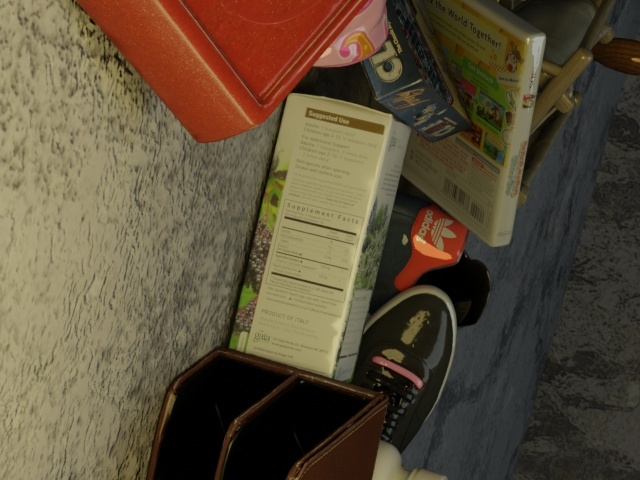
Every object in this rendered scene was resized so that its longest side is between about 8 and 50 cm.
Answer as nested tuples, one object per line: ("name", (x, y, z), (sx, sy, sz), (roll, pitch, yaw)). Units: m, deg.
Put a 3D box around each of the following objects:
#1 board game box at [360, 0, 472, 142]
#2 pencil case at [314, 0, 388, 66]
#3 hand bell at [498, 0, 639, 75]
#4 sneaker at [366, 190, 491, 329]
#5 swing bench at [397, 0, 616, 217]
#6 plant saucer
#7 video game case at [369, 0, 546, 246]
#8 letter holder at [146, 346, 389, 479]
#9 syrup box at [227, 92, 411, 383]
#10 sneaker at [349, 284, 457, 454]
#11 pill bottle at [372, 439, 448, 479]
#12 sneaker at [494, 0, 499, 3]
("board game box", (0.061, -0.179, 1.550), (0.243, 0.042, 0.165), (22, 46, -75))
("pencil case", (0.000, -0.262, 1.259), (0.124, 0.124, 0.284), (-54, 153, -54))
("hand bell", (0.282, -0.223, 2.111), (0.126, 0.242, 0.126), (15, 90, -76))
("sneaker", (0.100, 0.071, 1.906), (0.350, 0.148, 0.131), (76, 32, -62))
("swing bench", (0.193, -0.164, 1.927), (0.253, 0.165, 0.254), (-55, 165, -54))
("plant saucer", (-0.022, -0.198, 1.113), (0.258, 0.048, 0.259), (-49, 151, -6))
("video game case", (0.118, -0.135, 1.699), (0.026, 0.227, 0.206), (-10, 122, -28))
("letter holder", (-0.075, 0.267, 1.452), (0.214, 0.152, 0.301), (-32, 135, -67))
("syrup box", (0.000, 0.000, 1.563), (0.093, 0.096, 0.236), (1, 101, -78))
("sneaker", (0.047, 0.183, 1.741), (0.295, 0.105, 0.147), (-59, -173, 6))
("pill bottle", (0.008, 0.216, 1.613), (0.108, 0.193, 0.108), (15, 90, -76))
("sneaker", (0.236, -0.314, 2.048), (0.175, 0.067, 0.064), (-44, 172, 17))
